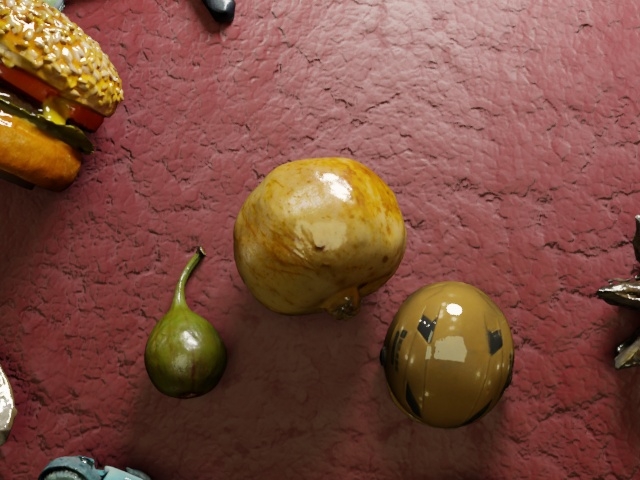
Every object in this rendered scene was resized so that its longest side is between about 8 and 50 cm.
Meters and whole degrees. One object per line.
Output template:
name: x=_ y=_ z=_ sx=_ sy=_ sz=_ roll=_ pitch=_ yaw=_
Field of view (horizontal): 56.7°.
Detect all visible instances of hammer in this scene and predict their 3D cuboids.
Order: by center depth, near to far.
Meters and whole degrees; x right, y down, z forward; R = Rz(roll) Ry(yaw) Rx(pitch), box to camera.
hammer: x=-0.237 y=-0.482 z=0.995 sx=0.137 sy=0.037 sz=0.290 roll=-34 pitch=83 yaw=-2

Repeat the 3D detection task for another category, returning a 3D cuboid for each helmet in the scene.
helmet: x=0.187 y=0.170 z=0.857 sx=0.198 sy=0.130 sz=0.224 roll=11 pitch=85 yaw=7

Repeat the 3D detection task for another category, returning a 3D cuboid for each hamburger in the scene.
hamburger: x=-0.458 y=-0.229 z=0.842 sx=0.330 sy=0.330 sz=0.250 roll=24 pitch=84 yaw=5

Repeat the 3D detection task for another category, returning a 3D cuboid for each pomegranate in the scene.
pomegranate: x=0.000 y=0.000 z=0.839 sx=0.248 sy=0.248 sz=0.248 roll=0 pitch=84 yaw=3

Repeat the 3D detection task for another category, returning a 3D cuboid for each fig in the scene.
fig: x=-0.203 y=0.118 z=0.899 sx=0.124 sy=0.124 sz=0.236 roll=-5 pitch=69 yaw=2

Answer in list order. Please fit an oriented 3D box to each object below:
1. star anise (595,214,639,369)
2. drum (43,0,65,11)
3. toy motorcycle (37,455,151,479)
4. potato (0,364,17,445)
star anise: x=0.561 y=0.097 z=0.855 sx=0.331 sy=0.117 sz=0.332 roll=0 pitch=88 yaw=11
drum: x=-0.428 y=-0.447 z=0.994 sx=0.253 sy=0.049 sz=0.130 roll=-27 pitch=74 yaw=-11
toy motorcycle: x=-0.295 y=0.420 z=0.852 sx=0.260 sy=0.154 sz=0.206 roll=21 pitch=108 yaw=1
potato: x=-0.612 y=0.225 z=0.911 sx=0.264 sy=0.211 sz=0.189 roll=19 pitch=41 yaw=-27
